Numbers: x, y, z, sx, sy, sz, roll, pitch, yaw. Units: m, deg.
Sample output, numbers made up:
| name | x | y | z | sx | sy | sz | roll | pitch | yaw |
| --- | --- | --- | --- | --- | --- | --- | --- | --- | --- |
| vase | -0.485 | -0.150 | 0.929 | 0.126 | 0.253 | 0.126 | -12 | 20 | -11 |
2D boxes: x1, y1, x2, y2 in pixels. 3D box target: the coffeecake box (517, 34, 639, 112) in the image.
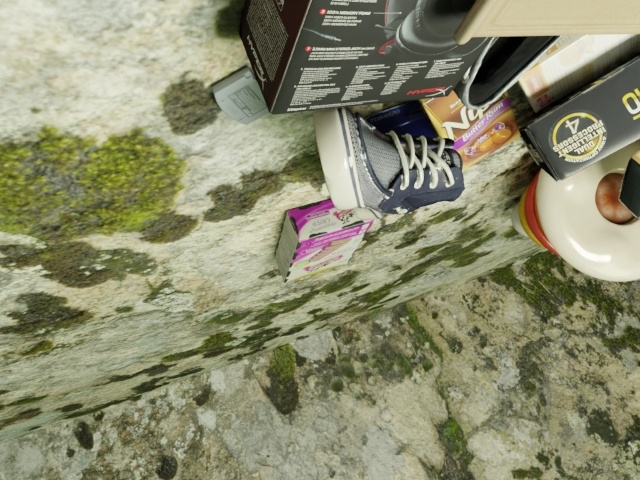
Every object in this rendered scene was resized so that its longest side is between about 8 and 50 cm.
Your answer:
| name | x | y | z | sx | sy | sz | roll | pitch | yaw |
| --- | --- | --- | --- | --- | --- | --- | --- | --- | --- |
| coffeecake box | 0.328 | -0.254 | 0.649 | 0.185 | 0.068 | 0.142 | -31 | 161 | 24 |

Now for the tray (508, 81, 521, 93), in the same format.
| name | x | y | z | sx | sy | sz | roll | pitch | yaw |
| --- | --- | --- | --- | --- | --- | --- | --- | --- | --- |
| tray | 0.286 | -0.285 | 0.674 | 0.145 | 0.030 | 0.270 | -30 | 160 | 21 |

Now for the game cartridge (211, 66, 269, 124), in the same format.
| name | x | y | z | sx | sy | sz | roll | pitch | yaw |
| --- | --- | --- | --- | --- | --- | --- | --- | --- | --- |
| game cartridge | -0.089 | -0.166 | 0.612 | 0.056 | 0.017 | 0.083 | -29 | 160 | 9 |

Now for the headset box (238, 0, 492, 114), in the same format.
| name | x | y | z | sx | sy | sz | roll | pitch | yaw |
| --- | --- | --- | --- | --- | --- | --- | --- | --- | --- |
| headset box | 0.074 | -0.244 | 0.426 | 0.218 | 0.110 | 0.293 | -13 | 160 | -24 |

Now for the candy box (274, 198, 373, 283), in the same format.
| name | x | y | z | sx | sy | sz | roll | pitch | yaw |
| --- | --- | --- | --- | --- | --- | --- | --- | --- | --- |
| candy box | 0.000 | 0.000 | 1.078 | 0.159 | 0.071 | 0.233 | -16 | 161 | -17 |

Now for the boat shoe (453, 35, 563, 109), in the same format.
| name | x | y | z | sx | sy | sz | roll | pitch | yaw |
| --- | --- | --- | --- | --- | --- | --- | --- | --- | --- |
| boat shoe | 0.232 | -0.258 | 0.510 | 0.108 | 0.102 | 0.301 | 18 | 133 | -30 |

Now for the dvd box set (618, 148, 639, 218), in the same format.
| name | x | y | z | sx | sy | sz | roll | pitch | yaw |
| --- | --- | --- | --- | --- | --- | --- | --- | --- | --- |
| dvd box set | 0.701 | -0.217 | 0.867 | 0.420 | 0.062 | 0.307 | -41 | 156 | 15 |

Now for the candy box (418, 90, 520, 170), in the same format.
| name | x | y | z | sx | sy | sz | roll | pitch | yaw |
| --- | --- | --- | --- | --- | --- | --- | --- | --- | --- |
| candy box | 0.212 | -0.185 | 0.753 | 0.109 | 0.053 | 0.186 | -32 | 143 | 14 |

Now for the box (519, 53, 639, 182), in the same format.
| name | x | y | z | sx | sy | sz | roll | pitch | yaw |
| --- | --- | --- | --- | --- | --- | --- | --- | --- | --- |
| box | 0.461 | -0.217 | 0.778 | 0.318 | 0.097 | 0.395 | -33 | 178 | 21 |

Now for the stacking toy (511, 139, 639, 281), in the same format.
| name | x | y | z | sx | sy | sz | roll | pitch | yaw |
| --- | --- | --- | --- | --- | --- | --- | --- | --- | --- |
| stacking toy | 0.620 | -0.080 | 1.301 | 0.350 | 0.351 | 0.480 | -21 | 178 | -3 |

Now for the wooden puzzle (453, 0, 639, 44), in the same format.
| name | x | y | z | sx | sy | sz | roll | pitch | yaw |
| --- | --- | --- | --- | --- | --- | --- | --- | --- | --- |
| wooden puzzle | 0.236 | -0.235 | 0.373 | 0.238 | 0.044 | 0.221 | -13 | 162 | -20 |

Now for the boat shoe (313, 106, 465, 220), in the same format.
| name | x | y | z | sx | sy | sz | roll | pitch | yaw |
| --- | --- | --- | --- | --- | --- | --- | --- | --- | --- |
| boat shoe | 0.098 | -0.102 | 0.658 | 0.158 | 0.127 | 0.340 | -11 | 176 | 12 |

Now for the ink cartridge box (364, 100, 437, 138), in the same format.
| name | x | y | z | sx | sy | sz | roll | pitch | yaw |
| --- | --- | --- | --- | --- | --- | --- | --- | --- | --- |
| ink cartridge box | 0.166 | -0.157 | 0.869 | 0.223 | 0.045 | 0.224 | -19 | 161 | -6 |
